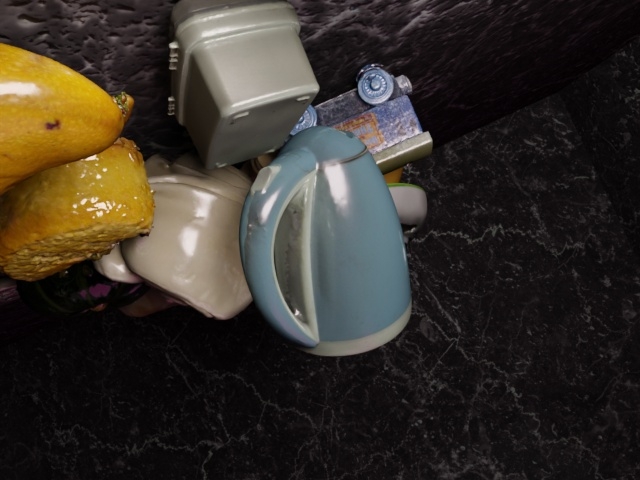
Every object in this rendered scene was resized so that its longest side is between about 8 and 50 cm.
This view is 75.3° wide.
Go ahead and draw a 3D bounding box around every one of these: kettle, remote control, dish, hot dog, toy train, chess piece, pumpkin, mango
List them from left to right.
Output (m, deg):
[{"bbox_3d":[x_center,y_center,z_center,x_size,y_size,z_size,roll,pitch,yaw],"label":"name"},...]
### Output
[{"bbox_3d":[-0.331,-0.090,0.347,0.295,0.120,0.177,-26,171,-9],"label":"mango"},{"bbox_3d":[-0.883,0.139,1.173,0.078,0.042,0.221,-25,180,-28],"label":"remote control"},{"bbox_3d":[-0.547,0.068,0.986,0.300,0.207,0.300,-13,169,-2],"label":"pumpkin"},{"bbox_3d":[-0.267,-0.165,0.547,0.037,0.021,0.083,-25,-179,-35],"label":"hot dog"},{"bbox_3d":[-0.143,-0.168,1.053,0.307,0.124,0.139,-19,-143,60],"label":"chess piece"},{"bbox_3d":[0.000,0.000,0.664,0.247,0.342,0.319,8,-148,30],"label":"kettle"},{"bbox_3d":[0.060,-0.207,0.832,0.299,0.202,0.131,-23,177,4],"label":"toy train"},{"bbox_3d":[0.107,-0.007,0.976,0.324,0.124,0.324,-13,165,-4],"label":"dish"}]

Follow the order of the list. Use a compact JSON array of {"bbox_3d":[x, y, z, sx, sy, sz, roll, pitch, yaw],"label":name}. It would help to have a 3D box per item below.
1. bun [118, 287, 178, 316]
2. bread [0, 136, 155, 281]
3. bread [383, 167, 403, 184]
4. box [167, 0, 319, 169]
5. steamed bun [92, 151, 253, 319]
[{"bbox_3d":[-0.484,0.070,1.283,0.365,0.219,0.365,-12,-158,5],"label":"bun"},{"bbox_3d":[-0.370,-0.047,0.558,0.260,0.160,0.147,-18,174,12],"label":"bread"},{"bbox_3d":[0.046,-0.207,1.138,0.245,0.329,0.424,21,158,-22],"label":"bread"},{"bbox_3d":[-0.101,-0.181,0.499,0.148,0.129,0.210,-23,179,-23],"label":"box"},{"bbox_3d":[-0.233,-0.035,0.789,0.342,0.255,0.368,17,-167,-11],"label":"steamed bun"}]
